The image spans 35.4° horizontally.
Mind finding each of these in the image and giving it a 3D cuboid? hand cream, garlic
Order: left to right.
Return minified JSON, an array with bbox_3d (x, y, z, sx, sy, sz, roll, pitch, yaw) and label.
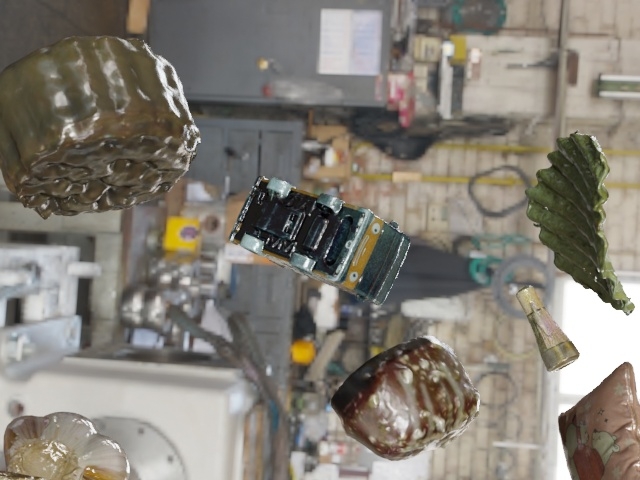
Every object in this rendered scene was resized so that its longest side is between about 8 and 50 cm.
[{"bbox_3d":[-0.412,0.396,1.557,0.207,0.207,0.256,45,44,-81],"label":"garlic"},{"bbox_3d":[0.506,0.193,2.267,0.084,0.084,0.203,72,-6,-72],"label":"hand cream"}]

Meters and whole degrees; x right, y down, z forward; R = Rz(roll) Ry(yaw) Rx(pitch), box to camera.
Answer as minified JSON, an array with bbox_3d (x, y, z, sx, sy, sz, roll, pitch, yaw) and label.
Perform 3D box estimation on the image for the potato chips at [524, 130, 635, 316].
[{"bbox_3d":[0.523,-0.031,2.024,0.389,0.097,0.373,-132,-152,-80],"label":"potato chips"}]

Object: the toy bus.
[{"bbox_3d":[0.000,0.000,1.657,0.167,0.275,0.138,30,82,-43],"label":"toy bus"}]

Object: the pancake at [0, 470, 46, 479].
[{"bbox_3d":[-0.427,0.300,1.201,0.244,0.266,0.057,16,72,-37],"label":"pancake"}]

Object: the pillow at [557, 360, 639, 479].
[{"bbox_3d":[0.447,0.336,1.565,0.223,0.084,0.236,116,-25,-56],"label":"pillow"}]

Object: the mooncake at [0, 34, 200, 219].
[{"bbox_3d":[-0.245,-0.111,1.095,0.228,0.228,0.124,76,-8,-67],"label":"mooncake"}]

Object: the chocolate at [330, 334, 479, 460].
[{"bbox_3d":[0.209,0.365,2.210,0.340,0.210,0.225,-13,143,-41],"label":"chocolate"}]
